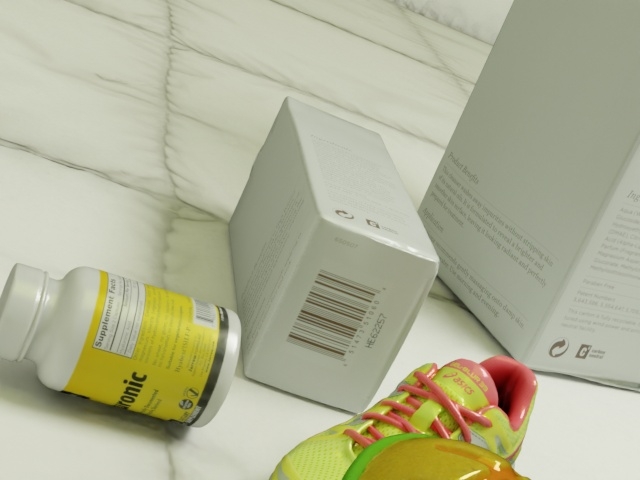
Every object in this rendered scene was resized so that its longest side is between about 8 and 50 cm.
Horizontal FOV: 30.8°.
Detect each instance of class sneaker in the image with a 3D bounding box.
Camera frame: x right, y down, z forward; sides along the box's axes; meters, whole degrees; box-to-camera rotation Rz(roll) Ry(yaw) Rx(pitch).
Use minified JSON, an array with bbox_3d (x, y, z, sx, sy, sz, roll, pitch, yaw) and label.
[{"bbox_3d":[0.048,0.102,0.598,0.081,0.094,0.208,36,23,24],"label":"sneaker"}]

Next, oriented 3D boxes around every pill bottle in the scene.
[{"bbox_3d":[-0.104,0.050,0.588,0.116,0.065,0.065,19,20,-18],"label":"pill bottle"}]

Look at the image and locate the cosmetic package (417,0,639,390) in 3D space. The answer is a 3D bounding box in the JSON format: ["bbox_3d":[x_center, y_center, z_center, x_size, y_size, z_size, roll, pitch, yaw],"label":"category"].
[{"bbox_3d":[0.242,-0.103,0.922,0.156,0.385,0.217,13,23,-31],"label":"cosmetic package"}]

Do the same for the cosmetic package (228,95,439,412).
[{"bbox_3d":[0.000,0.000,0.771,0.086,0.117,0.231,21,21,-14],"label":"cosmetic package"}]

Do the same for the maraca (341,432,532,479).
[{"bbox_3d":[0.057,0.161,0.464,0.127,0.099,0.185,20,45,-25],"label":"maraca"}]
